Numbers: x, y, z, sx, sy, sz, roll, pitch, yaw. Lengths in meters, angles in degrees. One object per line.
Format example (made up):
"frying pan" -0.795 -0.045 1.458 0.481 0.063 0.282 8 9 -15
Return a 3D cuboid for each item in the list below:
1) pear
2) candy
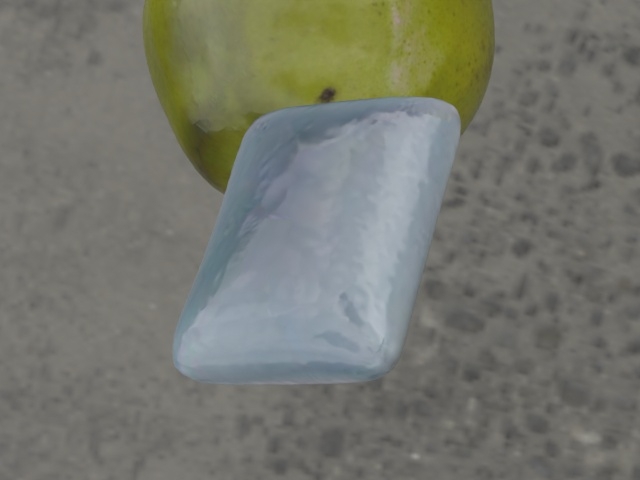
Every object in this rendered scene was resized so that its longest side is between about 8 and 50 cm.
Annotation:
"pear" -0.001 -0.167 1.426 0.294 0.294 0.294 -13 70 42
"candy" 0.000 0.000 1.031 0.138 0.071 0.174 -4 54 31
